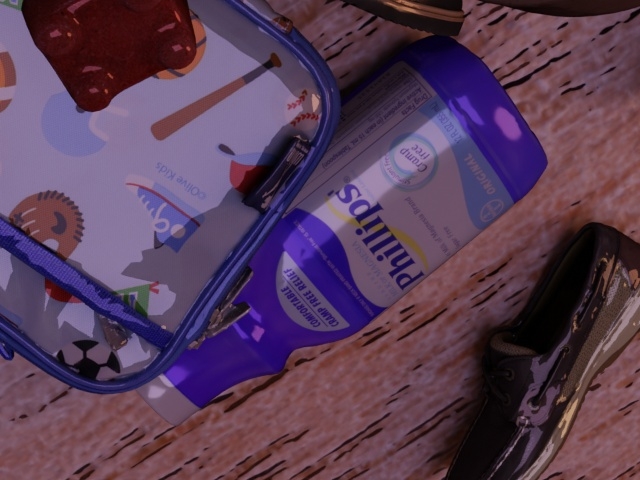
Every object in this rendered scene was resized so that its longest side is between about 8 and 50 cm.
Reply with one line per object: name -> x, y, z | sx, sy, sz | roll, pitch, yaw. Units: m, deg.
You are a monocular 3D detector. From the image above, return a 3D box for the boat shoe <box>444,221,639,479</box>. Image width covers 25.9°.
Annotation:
boat shoe -> 0.144, 0.085, 0.948 | 0.073, 0.080, 0.223 | 34, 93, -22

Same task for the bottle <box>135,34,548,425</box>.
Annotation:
bottle -> 0.000, 0.000, 0.849 | 0.283, 0.092, 0.118 | -39, 120, 0

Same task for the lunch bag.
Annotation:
lunch bag -> -0.151, -0.066, 0.731 | 0.303, 0.115, 0.243 | 37, 94, -14

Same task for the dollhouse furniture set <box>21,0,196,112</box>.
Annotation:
dollhouse furniture set -> -0.113, -0.227, 0.574 | 0.201, 0.152, 0.374 | 1, 128, -20

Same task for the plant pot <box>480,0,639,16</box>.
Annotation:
plant pot -> 0.188, -0.232, 0.737 | 0.229, 0.263, 0.263 | 8, 111, -46

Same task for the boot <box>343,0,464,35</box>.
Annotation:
boot -> 0.017, -0.207, 0.781 | 0.198, 0.077, 0.137 | 20, 100, -26
